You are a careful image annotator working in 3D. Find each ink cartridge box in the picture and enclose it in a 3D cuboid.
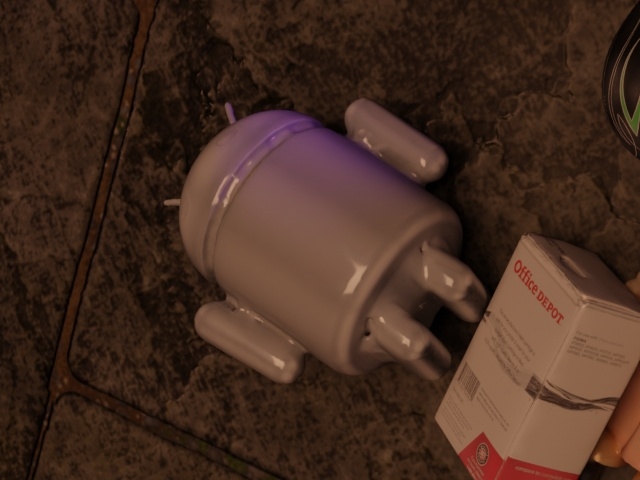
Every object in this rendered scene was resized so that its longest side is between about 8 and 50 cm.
[{"bbox_3d":[0.211,0.124,1.719,0.217,0.092,0.158,-67,24,18],"label":"ink cartridge box"}]

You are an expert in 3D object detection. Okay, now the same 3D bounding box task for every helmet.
[{"bbox_3d":[0.335,-0.142,1.643,0.169,0.169,0.161,17,84,29],"label":"helmet"}]

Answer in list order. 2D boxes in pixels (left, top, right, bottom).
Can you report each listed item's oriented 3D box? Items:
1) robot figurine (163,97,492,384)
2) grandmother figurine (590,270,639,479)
[{"bbox_3d":[0.000,0.000,1.816,0.353,0.200,0.300,35,82,25],"label":"robot figurine"},{"bbox_3d":[0.372,0.078,1.662,0.208,0.104,0.342,29,110,17],"label":"grandmother figurine"}]
